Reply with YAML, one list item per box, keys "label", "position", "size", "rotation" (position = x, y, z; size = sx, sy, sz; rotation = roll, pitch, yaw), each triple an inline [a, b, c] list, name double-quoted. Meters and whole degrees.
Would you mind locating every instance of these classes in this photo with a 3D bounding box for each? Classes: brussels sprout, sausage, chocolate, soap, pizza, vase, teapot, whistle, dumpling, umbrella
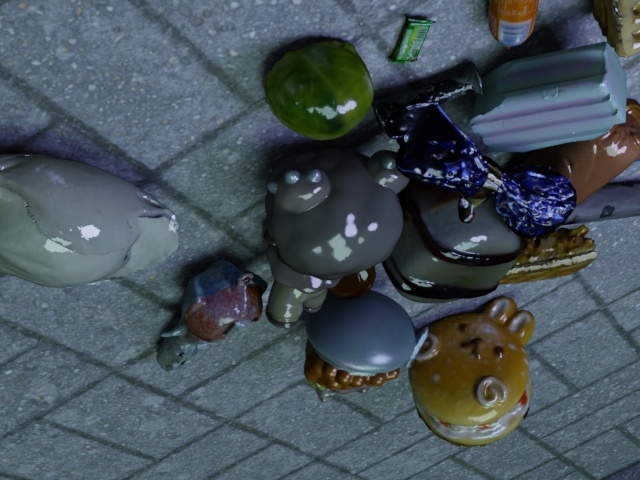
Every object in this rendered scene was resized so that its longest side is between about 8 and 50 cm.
- label: "brussels sprout"
  position: [0.003, -0.200, 1.485]
  size: [0.152, 0.122, 0.149]
  rotation: [-25, 144, 5]
- label: "sausage"
  position: [0.271, -0.351, 1.457]
  size: [0.071, 0.071, 0.234]
  rotation: [-15, 146, -7]
- label: "chocolate"
  position: [0.208, 0.000, 1.784]
  size: [0.284, 0.186, 0.283]
  rotation: [-6, 146, -4]
- label: "soap"
  position: [0.342, -0.215, 1.608]
  size: [0.231, 0.091, 0.145]
  rotation: [-6, 152, 30]
- label: "pizza"
  position: [0.377, 0.043, 2.031]
  size: [0.268, 0.087, 0.258]
  rotation: [-12, 168, -3]
- label: "vase"
  position: [0.163, -0.217, 1.601]
  size: [0.167, 0.059, 0.059]
  rotation: [-21, 147, 1]
- label: "teapot"
  position: [0.058, 0.050, 1.918]
  size: [0.098, 0.078, 0.129]
  rotation: [33, 135, 3]
- label: "whistle"
  position: [-0.203, 0.141, 1.869]
  size: [0.142, 0.133, 0.346]
  rotation: [-40, 175, -44]
- label: "dumpling"
  position: [-0.397, -0.009, 1.509]
  size: [0.260, 0.181, 0.341]
  rotation: [-35, 167, 36]
- label: "chocolate"
  position: [0.236, -0.100, 1.606]
  size: [0.343, 0.126, 0.148]
  rotation: [22, 93, -31]
- label: "umbrella"
  position: [0.532, -0.070, 1.996]
  size: [0.337, 0.067, 0.073]
  rotation: [-6, 175, -21]
- label: "sausage"
  position: [0.418, -0.125, 1.760]
  size: [0.121, 0.121, 0.304]
  rotation: [-4, 160, -23]

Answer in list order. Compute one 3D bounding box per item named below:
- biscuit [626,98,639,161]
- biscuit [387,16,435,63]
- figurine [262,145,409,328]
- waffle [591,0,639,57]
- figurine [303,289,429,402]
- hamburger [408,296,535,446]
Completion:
- label: "biscuit"
  position: [0.514, -0.185, 1.858]
  size: [0.280, 0.043, 0.183]
  rotation: [5, 136, -37]
- label: "biscuit"
  position: [0.131, -0.289, 1.520]
  size: [0.046, 0.016, 0.089]
  rotation: [-3, 143, -21]
- label: "figurine"
  position: [0.000, 0.000, 1.697]
  size: [0.248, 0.203, 0.380]
  rotation: [-7, 146, -25]
- label: "waffle"
  position: [0.554, -0.436, 1.454]
  size: [0.376, 0.114, 0.261]
  rotation: [-25, 144, 7]
- label: "figurine"
  position: [0.037, 0.213, 2.068]
  size: [0.225, 0.205, 0.382]
  rotation: [-9, 165, -23]
- label: "hamburger"
  position: [0.332, 0.270, 2.223]
  size: [0.303, 0.261, 0.186]
  rotation: [-32, 145, -16]
